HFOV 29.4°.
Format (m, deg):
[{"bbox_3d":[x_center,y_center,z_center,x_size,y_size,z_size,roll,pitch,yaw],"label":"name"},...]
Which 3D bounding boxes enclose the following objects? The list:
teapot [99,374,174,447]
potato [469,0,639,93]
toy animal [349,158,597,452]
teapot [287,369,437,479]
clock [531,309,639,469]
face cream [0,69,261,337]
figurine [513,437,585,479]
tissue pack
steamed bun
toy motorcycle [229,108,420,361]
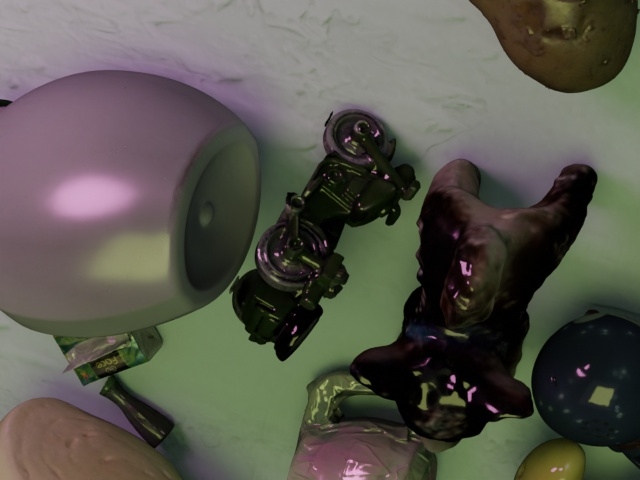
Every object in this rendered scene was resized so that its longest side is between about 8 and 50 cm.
[{"bbox_3d":[-0.247,0.225,1.626,0.110,0.043,0.043,44,118,-3],"label":"teapot"},{"bbox_3d":[0.220,-0.268,1.196,0.165,0.165,0.262,-32,98,26],"label":"potato"},{"bbox_3d":[0.151,0.088,1.303,0.194,0.303,0.344,17,118,10],"label":"toy animal"},{"bbox_3d":[0.045,0.274,1.502,0.178,0.163,0.222,14,119,17],"label":"teapot"},{"bbox_3d":[0.353,0.177,1.364,0.243,0.147,0.199,31,138,-16],"label":"clock"},{"bbox_3d":[-0.261,-0.047,1.356,0.357,0.313,0.219,8,155,27],"label":"face cream"},{"bbox_3d":[0.337,0.358,1.457,0.222,0.124,0.325,-8,126,21],"label":"figurine"},{"bbox_3d":[-0.277,0.132,1.564,0.111,0.079,0.085,-21,107,23],"label":"tissue pack"},{"bbox_3d":[-0.302,0.462,1.561,0.456,0.290,0.371,39,116,4],"label":"steamed bun"},{"bbox_3d":[0.000,0.000,1.367,0.127,0.275,0.205,31,152,1],"label":"toy motorcycle"}]
